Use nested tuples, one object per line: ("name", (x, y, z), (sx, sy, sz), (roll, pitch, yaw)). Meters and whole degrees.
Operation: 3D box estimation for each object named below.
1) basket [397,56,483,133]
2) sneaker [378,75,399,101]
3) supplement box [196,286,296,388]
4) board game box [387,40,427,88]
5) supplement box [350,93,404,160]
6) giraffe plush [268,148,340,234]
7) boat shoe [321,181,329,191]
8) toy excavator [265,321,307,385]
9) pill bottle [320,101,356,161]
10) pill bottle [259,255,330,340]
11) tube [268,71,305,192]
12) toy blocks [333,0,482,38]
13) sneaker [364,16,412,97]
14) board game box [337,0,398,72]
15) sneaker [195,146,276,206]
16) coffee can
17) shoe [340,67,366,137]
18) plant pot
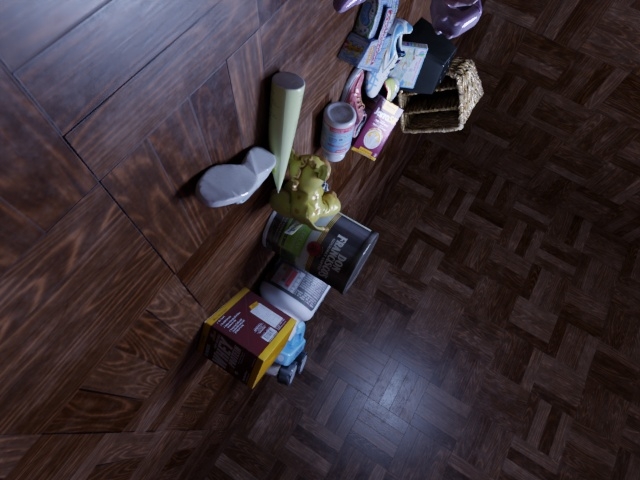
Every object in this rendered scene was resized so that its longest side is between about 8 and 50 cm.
("basket", (0.451, -0.581, 1.618), (0.223, 0.299, 0.213), (-55, 130, -17))
("sneaker", (0.193, -0.459, 1.391), (0.094, 0.081, 0.209), (-31, 145, -52))
("supplement box", (-0.209, 0.274, 1.167), (0.191, 0.194, 0.129), (-44, 162, -55))
("board game box", (0.284, -0.587, 1.361), (0.154, 0.103, 0.026), (104, -10, -58))
("supplement box", (0.171, -0.373, 1.328), (0.188, 0.104, 0.081), (-60, -147, 19))
("giraffe plush", (-0.035, -0.136, 0.977), (0.210, 0.181, 0.171), (-74, 174, -56))
("boat shoe", (0.003, -0.177, 1.276), (0.075, 0.065, 0.206), (-57, 169, -13))
("toy excavator", (-0.171, 0.371, 1.705), (0.433, 0.222, 0.445), (-9, 115, -76))
("pill bottle", (0.045, -0.290, 1.104), (0.087, 0.087, 0.160), (-55, 168, -24))
("pill bottle", (-0.077, 0.143, 1.388), (0.363, 0.210, 0.210), (-56, 169, -15))
("tube", (-0.080, -0.211, 0.812), (0.070, 0.062, 0.240), (-54, 168, -38))
("toy blocks", (0.095, -0.388, 0.547), (0.309, 0.288, 0.260), (82, 33, -77))
("sneaker", (0.190, -0.516, 1.174), (0.085, 0.086, 0.237), (-52, 169, -41))
("board game box", (0.120, -0.493, 0.978), (0.194, 0.060, 0.194), (-48, 165, -49))
("sneaker", (-0.157, -0.097, 0.756), (0.094, 0.080, 0.212), (-53, 177, 38))
("coffee can", (0.000, 0.000, 1.172), (0.202, 0.275, 0.201), (-56, 168, -18))
("shoe", (0.099, -0.379, 1.126), (0.063, 0.081, 0.178), (-42, 160, -58))
("plant pot", (0.369, -0.637, 1.447), (0.188, 0.167, 0.187), (-55, 169, -30))
